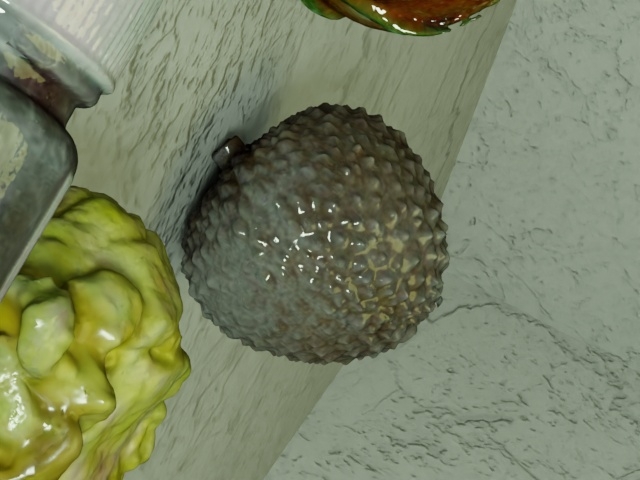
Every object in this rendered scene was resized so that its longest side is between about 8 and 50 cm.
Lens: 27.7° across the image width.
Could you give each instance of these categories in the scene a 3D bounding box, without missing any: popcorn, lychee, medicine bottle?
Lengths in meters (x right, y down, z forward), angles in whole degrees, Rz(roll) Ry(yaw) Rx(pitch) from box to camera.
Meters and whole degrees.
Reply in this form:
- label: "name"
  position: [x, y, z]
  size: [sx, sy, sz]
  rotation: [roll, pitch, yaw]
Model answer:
- label: "popcorn"
  position: [-0.195, 0.070, 0.809]
  size: [0.259, 0.212, 0.259]
  rotation: [-51, 159, -28]
- label: "lychee"
  position: [-0.005, 0.002, 1.349]
  size: [0.300, 0.300, 0.300]
  rotation: [-58, 168, -20]
- label: "medicine bottle"
  position: [-0.202, -0.048, 0.619]
  size: [0.273, 0.165, 0.165]
  rotation: [-61, 169, -9]

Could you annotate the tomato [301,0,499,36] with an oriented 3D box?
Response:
- label: "tomato"
  position: [0.011, -0.267, 0.725]
  size: [0.239, 0.303, 0.303]
  rotation: [-58, 169, 3]
